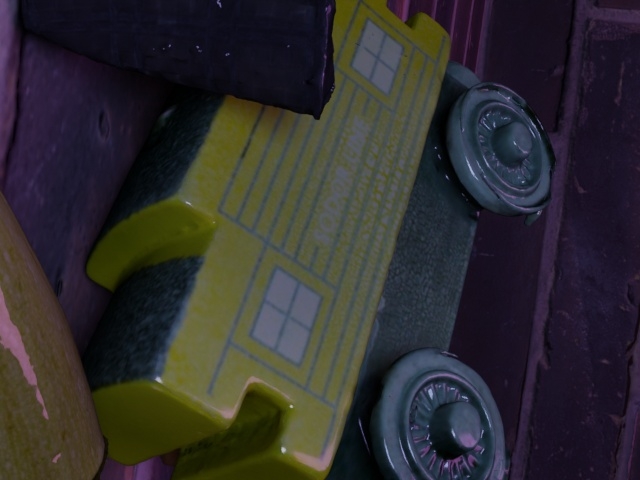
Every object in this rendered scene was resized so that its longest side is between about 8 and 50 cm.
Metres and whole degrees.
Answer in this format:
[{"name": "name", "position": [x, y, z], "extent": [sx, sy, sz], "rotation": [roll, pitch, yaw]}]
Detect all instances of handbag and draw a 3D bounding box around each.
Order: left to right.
[{"name": "handbag", "position": [-0.067, -0.192, 0.433], "extent": [0.089, 0.175, 0.271], "rotation": [-56, 151, -52]}]

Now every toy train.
[{"name": "toy train", "position": [0.000, 0.000, 0.614], "extent": [0.179, 0.272, 0.442], "rotation": [-30, -147, 47]}]

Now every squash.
[{"name": "squash", "position": [-0.165, 0.025, 0.394], "extent": [0.094, 0.094, 0.224], "rotation": [-61, 148, -53]}]

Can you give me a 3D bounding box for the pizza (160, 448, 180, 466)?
[{"name": "pizza", "position": [-0.069, 0.054, 0.730], "extent": [0.306, 0.085, 0.161], "rotation": [-74, 147, -45]}]
